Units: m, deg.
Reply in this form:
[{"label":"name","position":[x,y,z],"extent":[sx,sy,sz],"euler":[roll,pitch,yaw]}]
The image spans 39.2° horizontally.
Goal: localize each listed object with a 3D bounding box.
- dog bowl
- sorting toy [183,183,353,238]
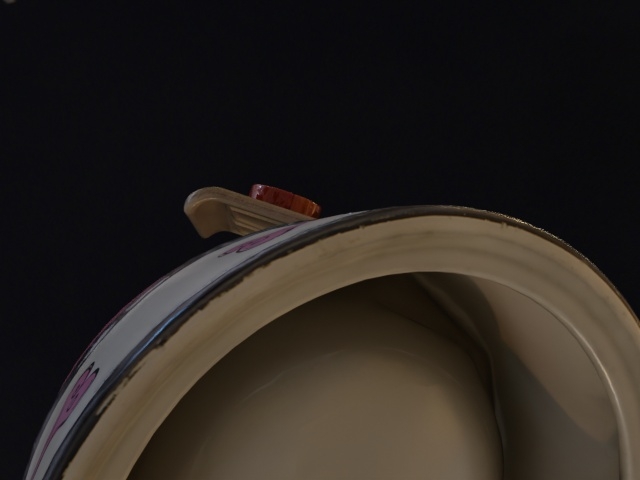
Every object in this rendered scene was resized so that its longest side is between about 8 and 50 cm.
[{"label":"dog bowl","position":[0.011,0.171,0.533],"extent":[0.408,0.150,0.407],"euler":[-6,-77,-27]},{"label":"sorting toy","position":[0.000,0.000,0.840],"extent":[0.229,0.307,0.041],"euler":[14,-97,-2]}]
